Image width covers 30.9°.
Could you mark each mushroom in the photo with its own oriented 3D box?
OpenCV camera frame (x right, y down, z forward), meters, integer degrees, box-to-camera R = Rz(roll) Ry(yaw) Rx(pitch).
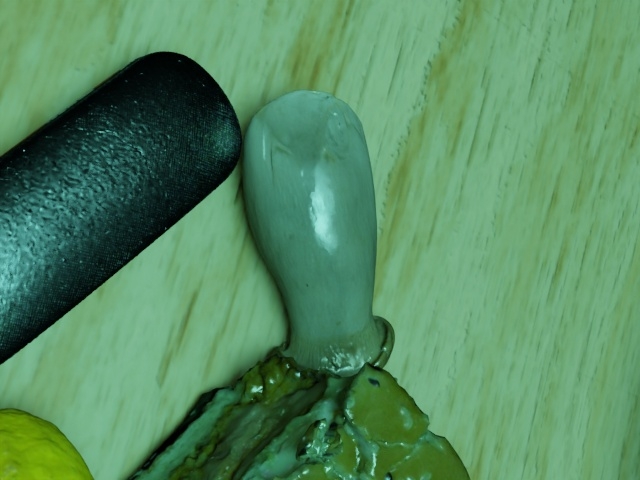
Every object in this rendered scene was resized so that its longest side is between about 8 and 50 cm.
[{"bbox_3d":[-0.001,0.000,0.818,0.097,0.088,0.212,-27,106,-57],"label":"mushroom"}]

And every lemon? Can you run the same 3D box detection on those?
[{"bbox_3d":[-0.182,0.166,0.670,0.114,0.114,0.155,-16,52,-30],"label":"lemon"}]

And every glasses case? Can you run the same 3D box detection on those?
[{"bbox_3d":[-0.161,-0.022,0.737,0.267,0.067,0.103,-41,107,-27],"label":"glasses case"}]

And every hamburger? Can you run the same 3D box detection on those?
[{"bbox_3d":[-0.028,0.208,0.734,0.192,0.168,0.288,48,66,-17],"label":"hamburger"}]
